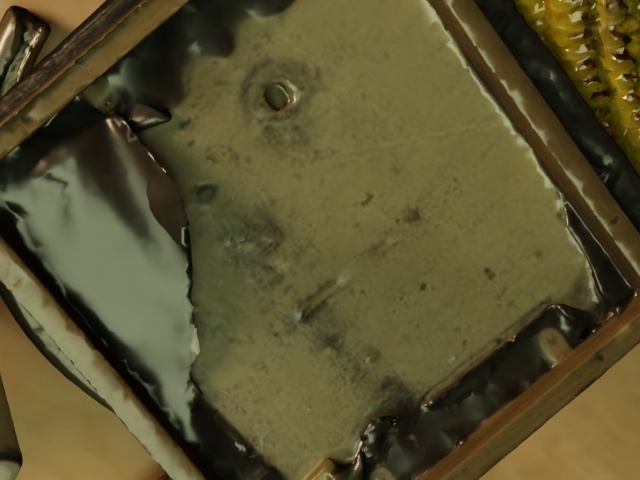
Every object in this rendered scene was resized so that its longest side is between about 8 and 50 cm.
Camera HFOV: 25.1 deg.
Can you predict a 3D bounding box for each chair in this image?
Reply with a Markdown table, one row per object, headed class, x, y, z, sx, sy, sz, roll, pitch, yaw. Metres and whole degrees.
| class | x | y | z | sx | sy | sz | roll | pitch | yaw |
| --- | --- | --- | --- | --- | --- | --- | --- | --- | --- |
| chair | 0.000 | 0.000 | 0.375 | 0.166 | 0.272 | 0.188 | -40 | 105 | -6 |

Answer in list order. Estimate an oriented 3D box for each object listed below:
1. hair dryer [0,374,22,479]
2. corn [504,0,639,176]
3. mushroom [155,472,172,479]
| class | x | y | z | sx | sy | sz | roll | pitch | yaw |
| --- | --- | --- | --- | --- | --- | --- | --- | --- | --- |
| hair dryer | -0.193 | 0.054 | 0.502 | 0.073 | 0.131 | 0.236 | -1 | 156 | -43 |
| corn | 0.071 | -0.087 | 0.415 | 0.072 | 0.072 | 0.203 | -17 | 120 | 11 |
| mushroom | -0.074 | 0.112 | 0.555 | 0.061 | 0.060 | 0.187 | 41 | 106 | -6 |
